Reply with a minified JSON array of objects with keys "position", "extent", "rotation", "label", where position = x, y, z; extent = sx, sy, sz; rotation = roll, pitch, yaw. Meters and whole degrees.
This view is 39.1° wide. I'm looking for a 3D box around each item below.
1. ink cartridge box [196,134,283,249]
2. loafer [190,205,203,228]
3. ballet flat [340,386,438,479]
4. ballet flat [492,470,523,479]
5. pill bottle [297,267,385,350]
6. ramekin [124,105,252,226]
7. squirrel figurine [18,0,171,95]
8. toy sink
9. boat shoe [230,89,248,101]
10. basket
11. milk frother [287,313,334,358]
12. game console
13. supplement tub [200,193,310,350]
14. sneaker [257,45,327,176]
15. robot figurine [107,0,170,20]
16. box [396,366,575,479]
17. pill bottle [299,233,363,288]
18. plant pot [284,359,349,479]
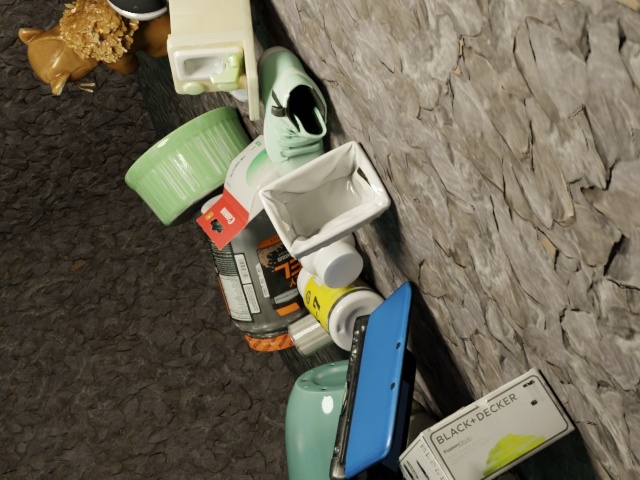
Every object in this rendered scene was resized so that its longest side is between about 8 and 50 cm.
[{"position":[-0.158,-0.103,1.808],"extent":[0.056,0.225,0.181],"rotation":[51,176,-30],"label":"ink cartridge box"},{"position":[-0.197,-0.067,2.094],"extent":[0.078,0.223,0.076],"rotation":[4,102,55],"label":"loafer"},{"position":[0.212,0.442,1.665],"extent":[0.182,0.164,0.483],"rotation":[6,131,51],"label":"ballet flat"},{"position":[0.265,0.370,1.381],"extent":[0.248,0.086,0.086],"rotation":[50,163,51],"label":"ballet flat"},{"position":[0.037,0.113,1.696],"extent":[0.208,0.119,0.119],"rotation":[44,158,60],"label":"pill bottle"},{"position":[-0.282,-0.162,2.077],"extent":[0.148,0.303,0.303],"rotation":[55,169,2],"label":"ramekin"},{"position":[-0.537,-0.519,2.179],"extent":[0.281,0.370,0.397],"rotation":[63,169,-1],"label":"squirrel figurine"},{"position":[-0.172,-0.315,1.415],"extent":[0.153,0.131,0.234],"rotation":[97,167,-72],"label":"toy sink"},{"position":[-0.201,-0.364,1.752],"extent":[0.226,0.083,0.076],"rotation":[62,168,-1],"label":"boat shoe"},{"position":[0.005,-0.054,1.335],"extent":[0.113,0.167,0.103],"rotation":[61,174,7],"label":"basket"},{"position":[0.029,0.208,1.901],"extent":[0.143,0.135,0.129],"rotation":[63,-168,13],"label":"milk frother"},{"position":[0.127,0.256,1.442],"extent":[0.250,0.173,0.293],"rotation":[41,-132,-38],"label":"game console"},{"position":[-0.126,0.058,1.985],"extent":[0.207,0.207,0.338],"rotation":[-143,35,-66],"label":"supplement tub"},{"position":[-0.033,-0.161,1.414],"extent":[0.151,0.094,0.256],"rotation":[-121,12,-51],"label":"sneaker"},{"position":[-0.374,-0.570,1.851],"extent":[0.278,0.174,0.209],"rotation":[109,156,-75],"label":"robot figurine"},{"position":[0.202,0.270,1.176],"extent":[0.087,0.169,0.290],"rotation":[59,168,17],"label":"box"},{"position":[0.000,0.000,1.626],"extent":[0.180,0.108,0.108],"rotation":[52,165,42],"label":"pill bottle"},{"position":[0.058,0.383,1.845],"extent":[0.293,0.293,0.235],"rotation":[-153,51,-72],"label":"plant pot"}]
